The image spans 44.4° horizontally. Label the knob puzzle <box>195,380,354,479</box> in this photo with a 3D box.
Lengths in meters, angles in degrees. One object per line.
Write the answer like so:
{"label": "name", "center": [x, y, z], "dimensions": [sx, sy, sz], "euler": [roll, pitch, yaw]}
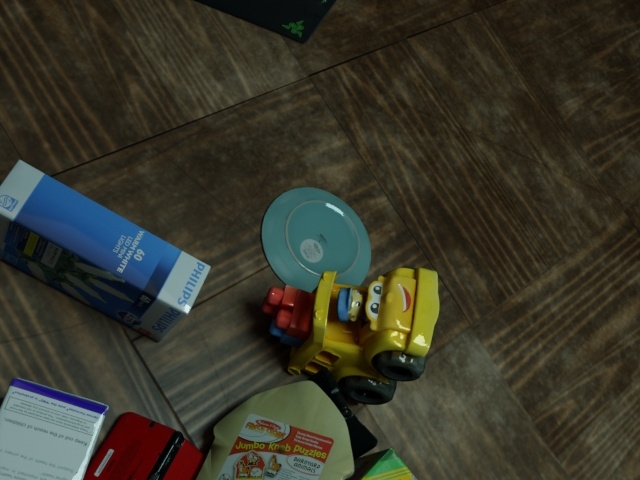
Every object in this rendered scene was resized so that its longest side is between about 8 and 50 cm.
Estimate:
{"label": "knob puzzle", "center": [-0.046, 0.264, 0.980], "dimensions": [0.213, 0.030, 0.213], "euler": [-7, 48, 8]}

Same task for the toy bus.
{"label": "toy bus", "center": [0.031, 0.108, 1.060], "dimensions": [0.211, 0.220, 0.149], "euler": [21, 56, -11]}

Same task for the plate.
{"label": "plate", "center": [0.000, 0.000, 1.202], "dimensions": [0.188, 0.024, 0.188], "euler": [12, 64, -24]}

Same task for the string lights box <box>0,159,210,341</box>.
{"label": "string lights box", "center": [-0.282, 0.019, 0.976], "dimensions": [0.259, 0.133, 0.077], "euler": [30, 57, -13]}

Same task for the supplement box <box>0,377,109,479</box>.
{"label": "supplement box", "center": [-0.327, 0.278, 0.850], "dimensions": [0.114, 0.111, 0.220], "euler": [22, 59, -18]}

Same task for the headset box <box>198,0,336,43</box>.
{"label": "headset box", "center": [-0.076, -0.468, 1.237], "dimensions": [0.283, 0.246, 0.131], "euler": [17, 61, -22]}

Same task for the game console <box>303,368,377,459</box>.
{"label": "game console", "center": [-0.005, 0.251, 1.047], "dimensions": [0.071, 0.122, 0.107], "euler": [39, 19, -54]}

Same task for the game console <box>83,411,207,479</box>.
{"label": "game console", "center": [-0.217, 0.304, 0.957], "dimensions": [0.124, 0.085, 0.144], "euler": [18, 55, 16]}

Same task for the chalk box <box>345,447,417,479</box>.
{"label": "chalk box", "center": [0.035, 0.387, 0.982], "dimensions": [0.213, 0.132, 0.132], "euler": [-39, 89, -35]}
